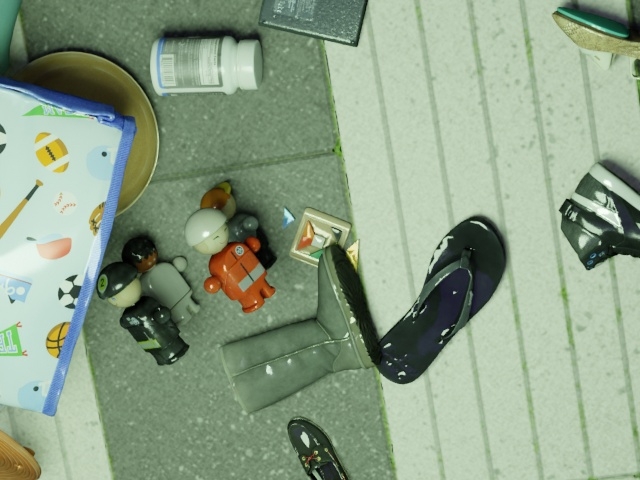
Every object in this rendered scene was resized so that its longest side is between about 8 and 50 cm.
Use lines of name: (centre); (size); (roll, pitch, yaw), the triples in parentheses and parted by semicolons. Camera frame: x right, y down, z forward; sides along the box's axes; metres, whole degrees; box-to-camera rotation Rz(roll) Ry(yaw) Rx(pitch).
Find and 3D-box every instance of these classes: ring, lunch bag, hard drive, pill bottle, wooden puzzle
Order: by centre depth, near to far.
lunch bag: (-0.432, -0.021, 1.649); (0.327, 0.239, 0.386); (14, 106, -16)
hard drive: (-0.006, -0.313, 1.716); (0.135, 0.022, 0.094); (14, 101, 5)
pill bottle: (-0.148, -0.230, 1.722); (0.137, 0.078, 0.078); (0, 100, 7)
ring: (-0.529, 0.242, 1.765); (0.336, 0.337, 0.032); (21, 63, 4)
wooden puzzle: (0.000, 0.000, 1.774); (0.116, 0.014, 0.079); (15, 101, 5)

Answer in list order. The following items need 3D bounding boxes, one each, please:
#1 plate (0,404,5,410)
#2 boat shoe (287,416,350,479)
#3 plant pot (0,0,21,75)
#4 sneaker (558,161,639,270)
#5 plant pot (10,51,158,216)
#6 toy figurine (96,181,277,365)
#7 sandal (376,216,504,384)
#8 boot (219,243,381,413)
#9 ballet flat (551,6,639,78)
plate: (-0.553, 0.082, 1.848); (0.277, 0.045, 0.278); (11, 101, 5)
boat shoe: (-0.002, 0.303, 1.814); (0.049, 0.042, 0.133); (-33, 93, 14)
plant pot: (-0.496, -0.336, 1.672); (0.271, 0.272, 0.255); (4, 116, 7)
sneaker: (0.404, 0.010, 1.695); (0.217, 0.079, 0.121); (40, 106, 8)
plant pot: (-0.332, -0.138, 1.787); (0.236, 0.032, 0.236); (1, 99, 7)
toy figurine: (-0.172, 0.035, 1.703); (0.213, 0.209, 0.148); (-33, 105, 12)
sandal: (0.164, 0.088, 1.746); (0.097, 0.054, 0.255); (31, 102, 2)
boot: (-0.039, 0.121, 1.773); (0.208, 0.076, 0.190); (-17, 87, 24)
ballet flat: (0.387, -0.240, 1.655); (0.206, 0.073, 0.067); (16, 116, 8)
